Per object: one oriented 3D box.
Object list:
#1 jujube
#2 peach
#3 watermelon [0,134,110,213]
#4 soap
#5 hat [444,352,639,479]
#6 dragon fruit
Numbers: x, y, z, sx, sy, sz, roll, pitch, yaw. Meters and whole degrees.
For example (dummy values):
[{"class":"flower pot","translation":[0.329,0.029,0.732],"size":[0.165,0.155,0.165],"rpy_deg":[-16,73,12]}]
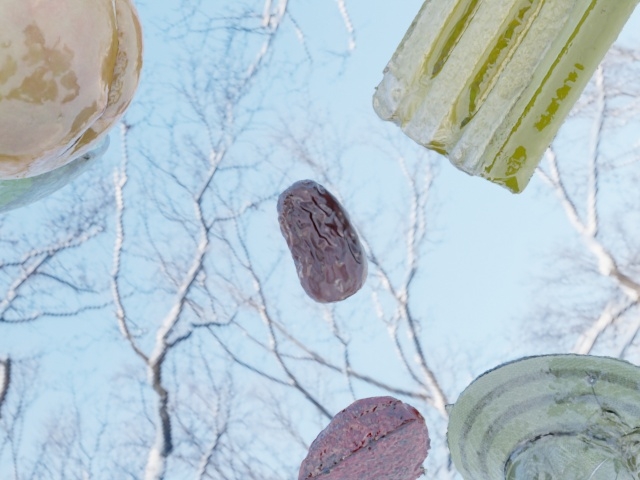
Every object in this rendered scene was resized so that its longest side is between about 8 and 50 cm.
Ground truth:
[{"class":"jujube","translation":[0.000,0.000,0.995],"size":[0.077,0.077,0.129],"rpy_deg":[-26,-89,-29]},{"class":"peach","translation":[-0.200,-0.123,0.602],"size":[0.184,0.184,0.184],"rpy_deg":[-18,-60,-33]},{"class":"watermelon","translation":[-0.305,-0.108,0.869],"size":[0.305,0.224,0.180],"rpy_deg":[13,-101,-69]},{"class":"soap","translation":[0.197,-0.220,0.967],"size":[0.091,0.199,0.315],"rpy_deg":[21,-78,-38]},{"class":"hat","translation":[0.229,0.226,0.892],"size":[0.110,0.252,0.252],"rpy_deg":[-74,-26,-51]},{"class":"dragon fruit","translation":[0.057,0.235,1.098],"size":[0.162,0.083,0.106],"rpy_deg":[-36,-53,11]}]
